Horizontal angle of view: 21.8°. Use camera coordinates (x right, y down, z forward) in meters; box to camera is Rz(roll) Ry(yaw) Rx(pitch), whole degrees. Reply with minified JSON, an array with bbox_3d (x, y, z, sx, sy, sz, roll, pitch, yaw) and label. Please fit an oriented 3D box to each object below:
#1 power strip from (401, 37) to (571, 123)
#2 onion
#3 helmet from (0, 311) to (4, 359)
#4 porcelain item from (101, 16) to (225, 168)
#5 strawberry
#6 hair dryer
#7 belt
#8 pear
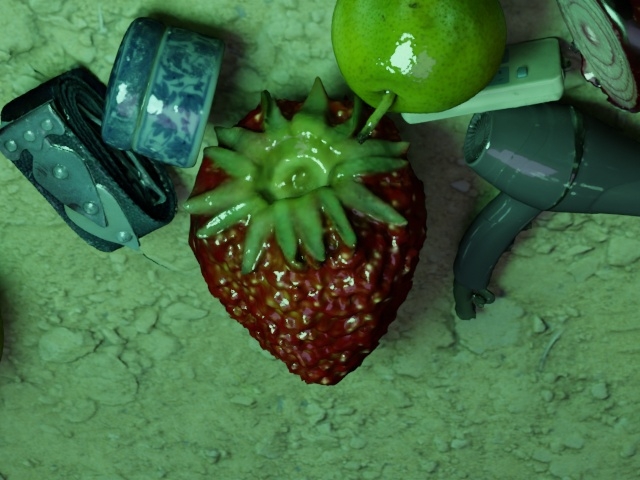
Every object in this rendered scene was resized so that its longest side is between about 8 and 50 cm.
[{"bbox_3d":[0.174,-0.171,1.791,0.192,0.081,0.035,-9,128,14],"label":"power strip"},{"bbox_3d":[0.337,-0.211,1.655,0.140,0.218,0.195,-24,123,-10],"label":"onion"},{"bbox_3d":[-0.470,0.116,2.076,0.205,0.140,0.257,46,113,8],"label":"helmet"},{"bbox_3d":[-0.172,-0.160,1.792,0.114,0.147,0.147,15,131,-7],"label":"porcelain item"},{"bbox_3d":[0.002,-0.001,1.871,0.292,0.292,0.343,-4,154,10],"label":"strawberry"},{"bbox_3d":[0.257,-0.013,1.933,0.301,0.121,0.361,15,141,-19],"label":"hair dryer"},{"bbox_3d":[-0.272,-0.085,1.888,0.128,0.122,0.218,-26,118,27],"label":"belt"},{"bbox_3d":[0.092,-0.193,1.692,0.180,0.216,0.166,13,156,23],"label":"pear"}]
